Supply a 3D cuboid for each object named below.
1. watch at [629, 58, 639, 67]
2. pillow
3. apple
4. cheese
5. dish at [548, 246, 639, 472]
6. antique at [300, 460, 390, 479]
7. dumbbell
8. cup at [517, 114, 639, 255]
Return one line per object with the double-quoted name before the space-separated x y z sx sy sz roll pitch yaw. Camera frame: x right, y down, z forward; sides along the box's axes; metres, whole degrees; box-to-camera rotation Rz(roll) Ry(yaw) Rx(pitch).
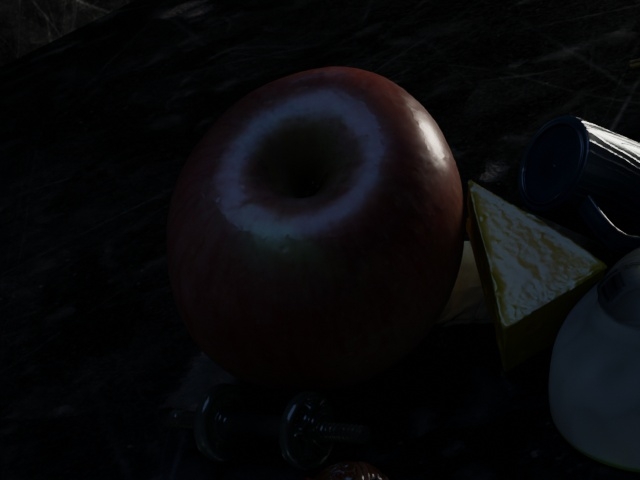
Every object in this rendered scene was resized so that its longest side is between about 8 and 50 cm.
"watch" 0.487 -0.304 2.300 0.268 0.165 0.102 -13 15 -39
"pillow" 0.140 0.050 2.010 0.229 0.051 0.128 -7 37 31
"apple" 0.000 0.000 1.934 0.345 0.269 0.345 -6 53 8
"cheese" 0.193 0.023 1.888 0.126 0.093 0.171 -29 59 -12
"dish" 0.356 0.072 1.718 0.324 0.124 0.324 -17 26 9
"antique" 0.028 0.247 1.654 0.104 0.104 0.104 -17 25 8
"dumbbell" -0.056 0.187 1.858 0.254 0.081 0.081 0 32 38
"cup" 0.294 -0.053 1.882 0.150 0.138 0.113 28 96 58
